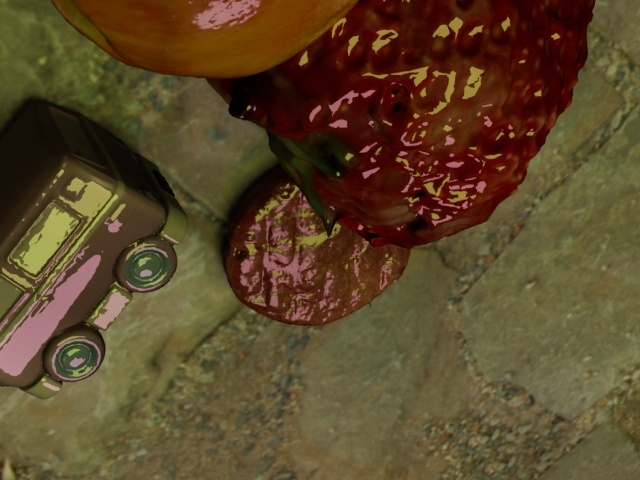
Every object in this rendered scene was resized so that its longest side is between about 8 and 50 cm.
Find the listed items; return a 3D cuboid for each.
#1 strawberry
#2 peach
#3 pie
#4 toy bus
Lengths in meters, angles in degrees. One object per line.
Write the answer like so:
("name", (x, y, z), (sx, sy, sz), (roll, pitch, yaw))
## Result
("strawberry", (0.081, -0.149, 1.187), (0.310, 0.292, 0.292), (-24, 131, 11))
("peach", (-0.061, -0.234, 0.966), (0.281, 0.238, 0.281), (-10, 115, -22))
("pie", (0.000, 0.000, 1.396), (0.182, 0.049, 0.182), (-11, 126, -16))
("toy bus", (-0.220, 0.009, 1.235), (0.142, 0.142, 0.202), (32, 103, -38))
